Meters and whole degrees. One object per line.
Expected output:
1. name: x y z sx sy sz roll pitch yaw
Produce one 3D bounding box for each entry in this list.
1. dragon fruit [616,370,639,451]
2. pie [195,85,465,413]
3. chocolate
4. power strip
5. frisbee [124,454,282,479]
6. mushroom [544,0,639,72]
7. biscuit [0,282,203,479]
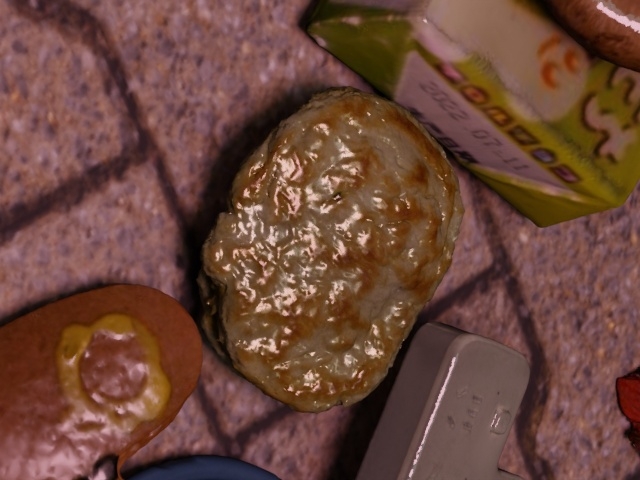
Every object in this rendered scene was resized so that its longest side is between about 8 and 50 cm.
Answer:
1. dragon fruit: 0.336 0.188 1.654 0.092 0.122 0.192 -18 116 15
2. pie: 0.000 0.000 1.402 0.201 0.090 0.248 34 83 -28
3. chocolate: 0.187 -0.202 1.447 0.289 0.137 0.301 38 78 -29
4. power strip: 0.099 0.207 1.476 0.194 0.059 0.265 24 87 -53
5. frisbee: -0.109 0.306 1.411 0.289 0.049 0.289 -3 96 -35
6. mushroom: 0.247 -0.196 1.329 0.286 0.156 0.151 37 89 -16
7. biscuit: -0.165 0.184 1.308 0.262 0.052 0.277 -29 91 -20
